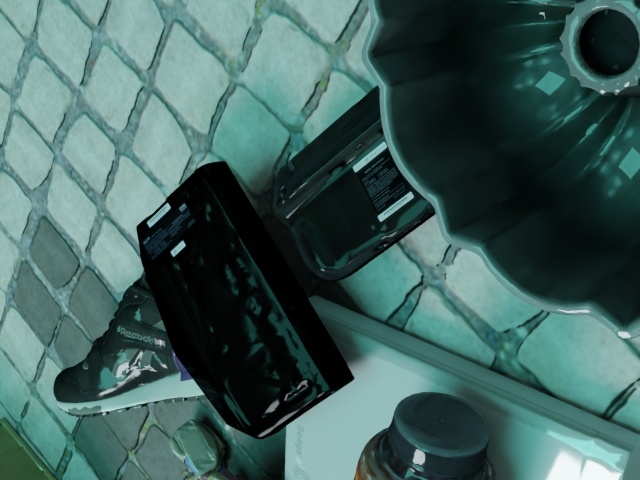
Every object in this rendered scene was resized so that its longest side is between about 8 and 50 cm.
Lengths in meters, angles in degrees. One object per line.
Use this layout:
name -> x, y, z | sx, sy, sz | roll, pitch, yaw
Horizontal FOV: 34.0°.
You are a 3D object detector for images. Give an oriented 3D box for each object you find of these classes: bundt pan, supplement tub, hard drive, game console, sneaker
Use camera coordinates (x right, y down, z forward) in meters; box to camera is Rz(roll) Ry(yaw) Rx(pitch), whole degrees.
bundt pan -> 0.188, -0.118, 0.586 | 0.331, 0.124, 0.330 | 18, 118, 38
supplement tub -> 0.071, 0.211, 0.784 | 0.106, 0.106, 0.198 | 30, 126, 31
hard drive -> 0.099, 0.187, 0.853 | 0.307, 0.040, 0.203 | 21, 120, 35
game console -> 0.000, 0.000, 0.814 | 0.361, 0.044, 0.213 | -38, 77, 33
sneaker -> -0.160, 0.092, 1.020 | 0.283, 0.107, 0.124 | -15, 92, 35

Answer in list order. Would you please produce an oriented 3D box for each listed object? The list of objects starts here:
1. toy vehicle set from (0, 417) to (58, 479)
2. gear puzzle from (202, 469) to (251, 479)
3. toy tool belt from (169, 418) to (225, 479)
toy vehicle set -> -0.449, 0.328, 1.256 | 0.166, 0.267, 0.035 | 41, 129, 24
gear puzzle -> -0.085, 0.340, 1.074 | 0.175, 0.044, 0.339 | 35, 137, 1
toy tool belt -> -0.119, 0.226, 1.070 | 0.083, 0.052, 0.051 | 54, 165, 17
